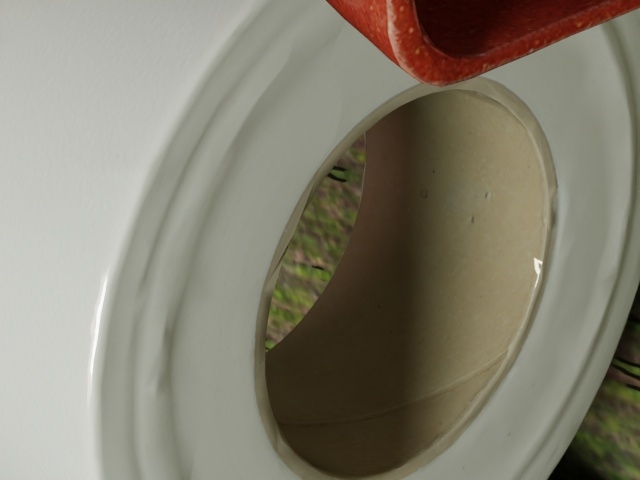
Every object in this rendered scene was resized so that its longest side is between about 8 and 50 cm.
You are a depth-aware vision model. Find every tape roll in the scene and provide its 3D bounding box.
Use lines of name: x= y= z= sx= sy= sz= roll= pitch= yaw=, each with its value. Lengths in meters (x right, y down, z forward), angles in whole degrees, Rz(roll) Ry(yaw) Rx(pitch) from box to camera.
tape roll: x=0.000 y=0.000 z=0.672 sx=0.100 sy=0.286 sz=0.286 roll=24 pitch=133 yaw=40

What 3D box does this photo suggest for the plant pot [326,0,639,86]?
plant pot: x=0.049 y=-0.232 z=0.469 sx=0.236 sy=0.267 sz=0.267 roll=35 pitch=141 yaw=48
